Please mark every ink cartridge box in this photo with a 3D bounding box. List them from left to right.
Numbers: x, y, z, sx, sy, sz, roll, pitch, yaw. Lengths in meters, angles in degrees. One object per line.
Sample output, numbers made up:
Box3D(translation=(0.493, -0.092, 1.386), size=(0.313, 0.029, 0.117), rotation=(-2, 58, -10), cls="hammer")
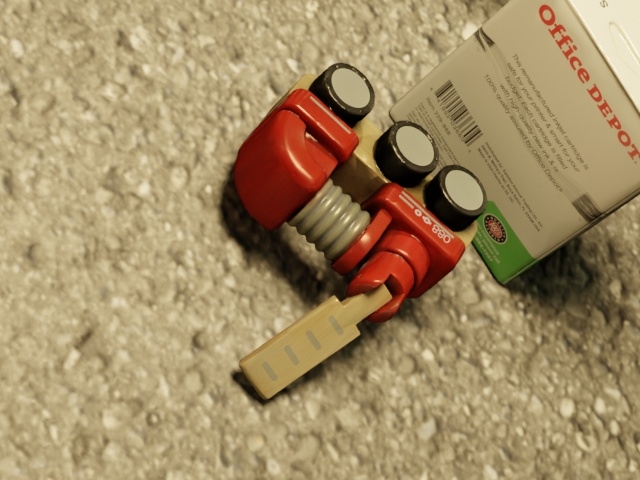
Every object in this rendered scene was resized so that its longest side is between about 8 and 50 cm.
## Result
Box3D(translation=(0.226, -0.118, 1.868), size=(0.121, 0.289, 0.211), rotation=(-28, 84, -36), cls="ink cartridge box")

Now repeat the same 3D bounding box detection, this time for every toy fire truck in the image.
Box3D(translation=(0.000, 0.000, 1.787), size=(0.217, 0.158, 0.246), rotation=(42, 43, -7), cls="toy fire truck")
